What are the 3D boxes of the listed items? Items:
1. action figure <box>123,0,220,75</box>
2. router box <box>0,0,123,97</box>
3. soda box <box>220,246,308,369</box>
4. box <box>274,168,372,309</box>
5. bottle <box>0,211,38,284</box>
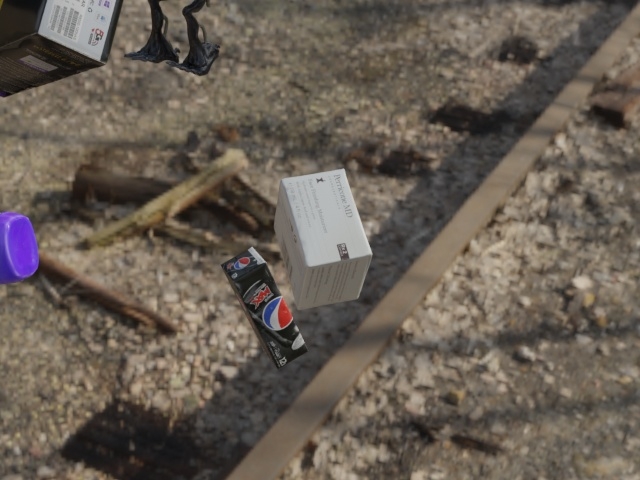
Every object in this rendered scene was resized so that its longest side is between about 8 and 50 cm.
[{"bbox_3d":[-0.175,-0.362,1.339,0.164,0.275,0.141,20,17,23],"label":"action figure"},{"bbox_3d":[-0.281,-0.321,1.083,0.081,0.308,0.243,21,-15,-38],"label":"router box"},{"bbox_3d":[-0.077,0.096,1.427,0.053,0.169,0.060,-31,33,-11],"label":"soda box"},{"bbox_3d":[0.000,0.000,1.801,0.119,0.182,0.181,-11,63,-13],"label":"box"},{"bbox_3d":[-0.609,0.024,1.689,0.283,0.118,0.092,-7,8,19],"label":"bottle"}]
